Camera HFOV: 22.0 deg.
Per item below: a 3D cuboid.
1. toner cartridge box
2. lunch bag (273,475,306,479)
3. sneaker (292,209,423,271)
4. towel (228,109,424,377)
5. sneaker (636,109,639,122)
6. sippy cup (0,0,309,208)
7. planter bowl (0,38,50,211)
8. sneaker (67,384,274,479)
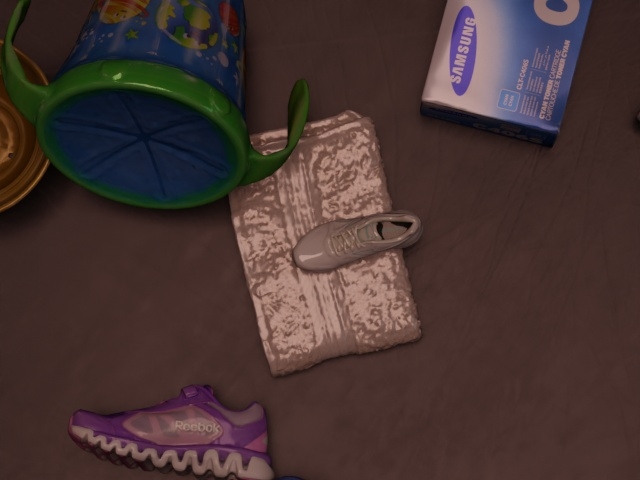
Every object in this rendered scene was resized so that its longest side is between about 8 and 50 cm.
[{"bbox_3d":[0.237,-0.298,1.915,0.165,0.075,0.347,14,83,4],"label":"toner cartridge box"},{"bbox_3d":[-0.029,0.419,1.789,0.303,0.115,0.243,45,104,8],"label":"lunch bag"},{"bbox_3d":[0.041,-0.005,1.839,0.152,0.061,0.053,-17,85,0],"label":"sneaker"},{"bbox_3d":[0.000,0.000,1.892,0.187,0.049,0.282,-14,82,0],"label":"towel"},{"bbox_3d":[0.476,-0.189,1.899,0.121,0.079,0.217,39,93,3],"label":"sneaker"},{"bbox_3d":[-0.179,-0.189,1.829,0.240,0.305,0.224,-16,51,33],"label":"sippy cup"},{"bbox_3d":[-0.401,-0.123,1.897,0.217,0.090,0.217,0,82,2],"label":"planter bowl"},{"bbox_3d":[-0.162,0.209,1.850,0.236,0.095,0.104,10,76,-2],"label":"sneaker"}]
